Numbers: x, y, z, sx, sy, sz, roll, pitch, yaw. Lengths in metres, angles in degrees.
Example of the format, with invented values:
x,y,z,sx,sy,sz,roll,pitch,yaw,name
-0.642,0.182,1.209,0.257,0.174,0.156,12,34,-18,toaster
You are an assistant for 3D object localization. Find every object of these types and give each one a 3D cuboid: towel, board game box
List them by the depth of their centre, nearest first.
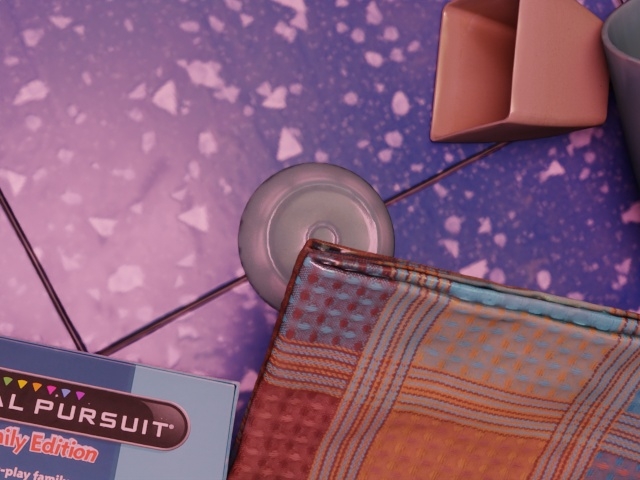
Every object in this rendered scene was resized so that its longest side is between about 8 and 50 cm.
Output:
x,y,z,sx,sy,sz,roll,pitch,yaw,name
-0.196,0.222,0.702,0.254,0.079,0.336,13,54,-11,board game box
0.130,0.150,0.798,0.370,0.040,0.271,13,120,-11,towel

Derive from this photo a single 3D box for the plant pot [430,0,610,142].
x,y,z,sx,sy,sz,roll,pitch,yaw,name
0.154,-0.124,0.875,0.096,0.109,0.108,9,83,-25,plant pot

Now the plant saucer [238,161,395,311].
x,y,z,sx,sy,sz,roll,pitch,yaw,name
0.000,0.000,0.867,0.119,0.021,0.119,1,85,-13,plant saucer

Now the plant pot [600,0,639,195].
x,y,z,sx,sy,sz,roll,pitch,yaw,name
0.357,-0.056,0.822,0.293,0.293,0.235,-19,114,-13,plant pot
